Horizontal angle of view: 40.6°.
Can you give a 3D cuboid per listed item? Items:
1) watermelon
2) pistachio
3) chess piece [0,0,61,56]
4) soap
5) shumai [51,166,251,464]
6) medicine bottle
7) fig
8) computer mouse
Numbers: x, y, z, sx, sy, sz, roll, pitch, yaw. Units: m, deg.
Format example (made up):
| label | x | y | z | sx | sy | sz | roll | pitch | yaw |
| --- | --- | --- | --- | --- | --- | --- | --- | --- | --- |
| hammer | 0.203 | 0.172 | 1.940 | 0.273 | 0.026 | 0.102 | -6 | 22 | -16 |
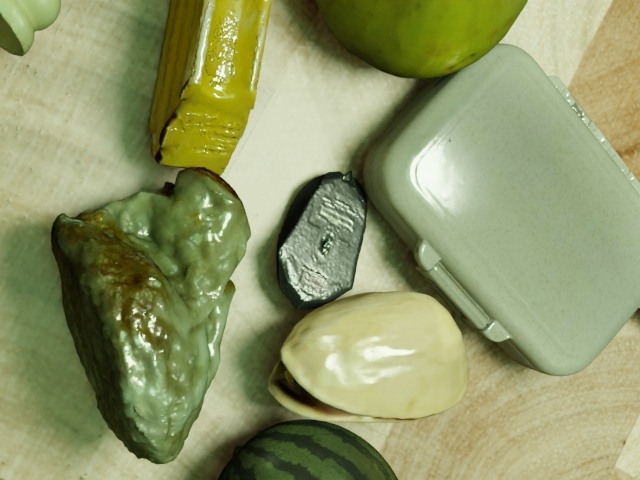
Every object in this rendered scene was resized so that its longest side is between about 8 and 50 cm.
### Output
| label | x | y | z | sx | sy | sz | roll | pitch | yaw |
| --- | --- | --- | --- | --- | --- | --- | --- | --- | --- |
| watermelon | -0.015 | 0.294 | 0.915 | 0.212 | 0.212 | 0.212 | -1 | 94 | -20 |
| pistachio | 0.054 | 0.135 | 0.955 | 0.229 | 0.157 | 0.157 | -3 | 94 | -24 |
| chess piece | -0.255 | -0.316 | 0.832 | 0.144 | 0.144 | 0.251 | 44 | 73 | -17 |
| soap | -0.112 | -0.198 | 0.873 | 0.080 | 0.160 | 0.257 | 8 | 91 | -22 |
| shumai | -0.139 | 0.070 | 0.856 | 0.204 | 0.222 | 0.271 | -14 | 89 | -23 |
| medicine bottle | 0.237 | -0.032 | 1.032 | 0.282 | 0.123 | 0.375 | -47 | 108 | -13 |
| fig | 0.112 | -0.296 | 0.892 | 0.239 | 0.271 | 0.239 | 1 | 83 | -5 |
| computer mouse | 0.000 | 0.000 | 0.984 | 0.099 | 0.057 | 0.172 | 28 | 72 | -18 |
